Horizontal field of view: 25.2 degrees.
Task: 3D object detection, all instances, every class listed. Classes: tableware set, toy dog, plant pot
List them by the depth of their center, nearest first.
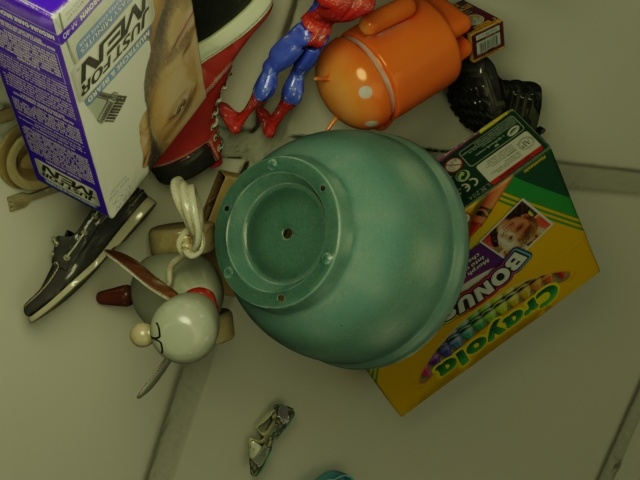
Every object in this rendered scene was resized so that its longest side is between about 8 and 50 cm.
[{"bbox_3d":[-0.360,-0.072,1.575,0.194,0.039,0.128,-24,129,-26],"label":"tableware set"},{"bbox_3d":[-0.193,0.069,1.650,0.160,0.220,0.334,-11,169,0],"label":"toy dog"},{"bbox_3d":[0.000,0.000,1.671,0.196,0.293,0.293,13,108,-57],"label":"plant pot"}]

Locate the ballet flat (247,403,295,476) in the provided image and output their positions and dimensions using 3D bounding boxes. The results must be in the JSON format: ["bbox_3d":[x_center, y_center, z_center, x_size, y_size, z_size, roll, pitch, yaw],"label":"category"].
[{"bbox_3d":[-0.080,0.279,2.028,0.041,0.041,0.114,24,100,-44],"label":"ballet flat"}]

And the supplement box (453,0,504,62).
[{"bbox_3d":[0.192,-0.272,1.857,0.055,0.083,0.043,-28,131,-22],"label":"supplement box"}]

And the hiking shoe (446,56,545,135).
[{"bbox_3d":[0.247,-0.192,1.967,0.114,0.086,0.227,-51,144,-18],"label":"hiking shoe"}]

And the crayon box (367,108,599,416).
[{"bbox_3d":[0.185,0.040,1.977,0.363,0.106,0.313,-36,139,-1],"label":"crayon box"}]

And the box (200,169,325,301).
[{"bbox_3d":[-0.078,-0.001,1.858,0.201,0.021,0.164,9,110,-41],"label":"box"}]

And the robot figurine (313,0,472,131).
[{"bbox_3d":[0.087,-0.218,1.777,0.219,0.158,0.128,-32,92,-19],"label":"robot figurine"}]

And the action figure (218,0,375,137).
[{"bbox_3d":[-0.031,-0.261,1.674,0.091,0.139,0.280,1,145,-41],"label":"action figure"}]

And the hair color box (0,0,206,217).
[{"bbox_3d":[-0.212,-0.191,1.376,0.185,0.110,0.339,-55,165,-24],"label":"hair color box"}]

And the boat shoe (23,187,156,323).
[{"bbox_3d":[-0.285,0.009,1.688,0.065,0.075,0.206,44,92,-2],"label":"boat shoe"}]

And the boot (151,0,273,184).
[{"bbox_3d":[-0.127,-0.180,1.664,0.244,0.088,0.176,-42,136,1],"label":"boot"}]

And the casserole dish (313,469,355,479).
[{"bbox_3d":[0.012,0.421,2.186,0.114,0.037,0.188,-35,134,-17],"label":"casserole dish"}]
